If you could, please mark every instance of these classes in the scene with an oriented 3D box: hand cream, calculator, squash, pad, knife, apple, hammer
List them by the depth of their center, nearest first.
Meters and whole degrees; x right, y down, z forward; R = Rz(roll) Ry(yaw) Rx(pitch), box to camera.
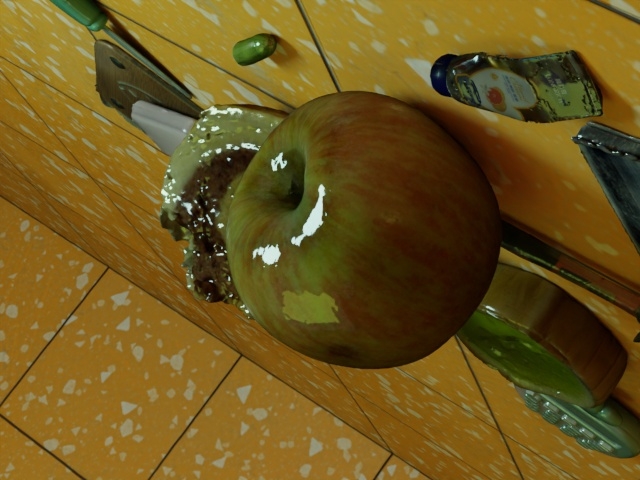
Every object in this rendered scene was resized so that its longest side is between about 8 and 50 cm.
[{"bbox_3d":[0.147,-0.123,1.100,0.163,0.039,0.062,15,139,55],"label":"hand cream"},{"bbox_3d":[0.310,0.005,1.155,0.161,0.021,0.262,25,164,40],"label":"calculator"},{"bbox_3d":[0.049,-0.002,1.338,0.264,0.264,0.264,35,168,9],"label":"apple"},{"bbox_3d":[0.232,0.020,1.403,0.287,0.033,0.111,31,166,28],"label":"hammer"},{"bbox_3d":[-0.066,-0.195,1.441,0.027,0.027,0.083,40,168,-15],"label":"squash"},{"bbox_3d":[-0.261,-0.256,1.759,0.260,0.034,0.063,41,172,-32],"label":"knife"},{"bbox_3d":[0.335,0.219,1.836,0.184,0.042,0.295,35,170,6],"label":"calculator"},{"bbox_3d":[-0.188,-0.139,1.899,0.175,0.032,0.100,22,160,45],"label":"calculator"},{"bbox_3d":[-0.200,-0.160,1.972,0.284,0.018,0.286,37,166,0],"label":"pad"}]

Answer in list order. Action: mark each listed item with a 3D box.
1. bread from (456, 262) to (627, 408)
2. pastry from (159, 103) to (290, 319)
[{"bbox_3d":[0.240,0.109,1.620,0.236,0.070,0.236,34,167,9],"label":"bread"},{"bbox_3d":[-0.049,-0.039,1.627,0.256,0.237,0.170,18,-163,38],"label":"pastry"}]
